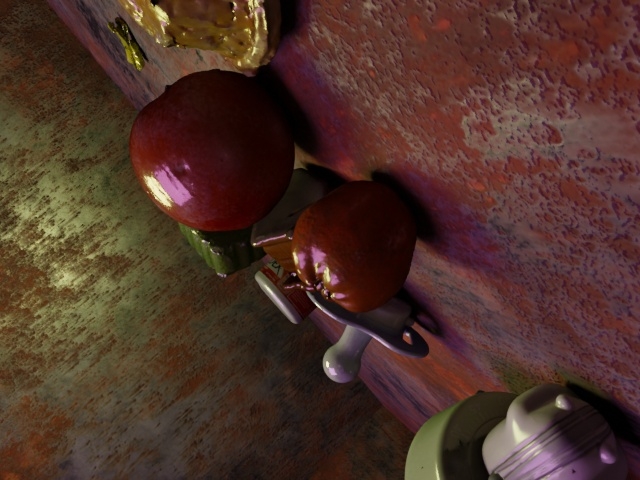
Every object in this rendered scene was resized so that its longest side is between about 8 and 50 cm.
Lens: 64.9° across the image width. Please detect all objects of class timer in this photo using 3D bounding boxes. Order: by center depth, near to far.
[{"bbox_3d":[0.303,0.322,0.724,0.291,0.290,0.315,44,145,24],"label":"timer"}]

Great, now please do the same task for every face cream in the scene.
[{"bbox_3d":[-0.070,0.122,1.526,0.201,0.187,0.201,46,169,12],"label":"face cream"}]

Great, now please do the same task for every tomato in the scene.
[{"bbox_3d":[-0.169,-0.134,0.826,0.265,0.265,0.265,46,169,12],"label":"tomato"}]

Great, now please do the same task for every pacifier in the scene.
[{"bbox_3d":[0.077,0.195,1.071,0.287,0.226,0.238,30,-172,-2],"label":"pacifier"}]

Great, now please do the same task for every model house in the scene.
[{"bbox_3d":[-0.001,-0.001,0.942,0.199,0.220,0.229,-16,134,31],"label":"model house"}]

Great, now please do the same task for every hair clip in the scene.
[{"bbox_3d":[-0.550,-0.557,1.441,0.072,0.046,0.173,48,168,21],"label":"hair clip"}]

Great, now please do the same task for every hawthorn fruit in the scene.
[{"bbox_3d":[0.048,0.004,0.712,0.189,0.189,0.189,46,169,12],"label":"hawthorn fruit"}]

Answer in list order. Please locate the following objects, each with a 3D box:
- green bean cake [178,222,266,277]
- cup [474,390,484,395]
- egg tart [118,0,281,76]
[{"bbox_3d":[-0.236,-0.056,1.366,0.247,0.250,0.156,43,155,25],"label":"green bean cake"},{"bbox_3d":[0.346,0.422,1.065,0.150,0.138,0.113,42,167,31],"label":"cup"},{"bbox_3d":[-0.179,-0.331,0.565,0.341,0.132,0.341,48,168,13],"label":"egg tart"}]
